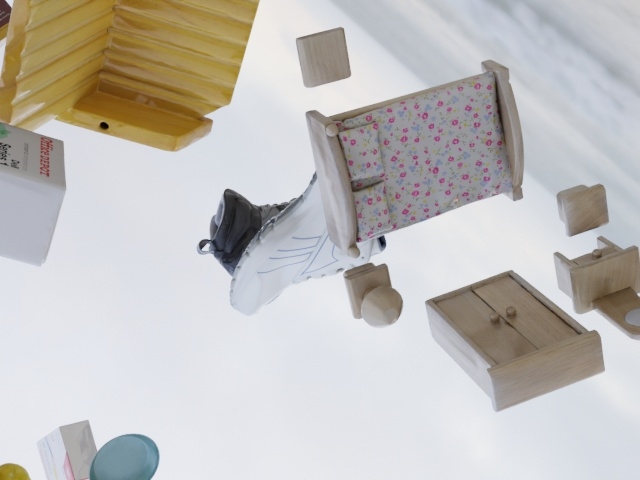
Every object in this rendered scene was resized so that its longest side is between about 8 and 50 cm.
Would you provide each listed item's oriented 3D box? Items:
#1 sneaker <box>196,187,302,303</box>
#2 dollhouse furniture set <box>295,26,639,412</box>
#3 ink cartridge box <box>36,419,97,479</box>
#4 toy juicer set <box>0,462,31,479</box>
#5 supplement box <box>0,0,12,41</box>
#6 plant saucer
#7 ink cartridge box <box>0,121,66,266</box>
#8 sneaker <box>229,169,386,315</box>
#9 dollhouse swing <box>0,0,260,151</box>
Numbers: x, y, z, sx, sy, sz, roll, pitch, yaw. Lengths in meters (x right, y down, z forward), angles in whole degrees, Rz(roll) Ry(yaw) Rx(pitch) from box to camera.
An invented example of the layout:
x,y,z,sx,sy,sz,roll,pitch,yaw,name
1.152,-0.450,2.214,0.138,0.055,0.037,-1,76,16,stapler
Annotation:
x,y,z,sx,sy,sz,roll,pitch,yaw,name
-0.067,-0.037,1.719,0.153,0.101,0.268,34,-129,4,sneaker
0.170,-0.047,1.113,0.174,0.303,0.355,-132,27,-62,dollhouse furniture set
-0.509,0.439,2.384,0.067,0.198,0.115,-11,-104,-32,ink cartridge box
-0.530,0.478,1.951,0.329,0.089,0.209,52,-137,-38,toy juicer set
-0.677,-0.397,2.125,0.194,0.129,0.191,51,-143,-12,supplement box
-0.314,0.353,1.889,0.119,0.119,0.021,34,-176,-39,plant saucer
-0.470,-0.087,1.508,0.278,0.117,0.201,16,-162,-19,ink cartridge box
0.000,0.000,1.437,0.129,0.297,0.111,42,-155,-4,sneaker
-0.270,-0.287,1.742,0.315,0.347,0.305,16,-153,-7,dollhouse swing
